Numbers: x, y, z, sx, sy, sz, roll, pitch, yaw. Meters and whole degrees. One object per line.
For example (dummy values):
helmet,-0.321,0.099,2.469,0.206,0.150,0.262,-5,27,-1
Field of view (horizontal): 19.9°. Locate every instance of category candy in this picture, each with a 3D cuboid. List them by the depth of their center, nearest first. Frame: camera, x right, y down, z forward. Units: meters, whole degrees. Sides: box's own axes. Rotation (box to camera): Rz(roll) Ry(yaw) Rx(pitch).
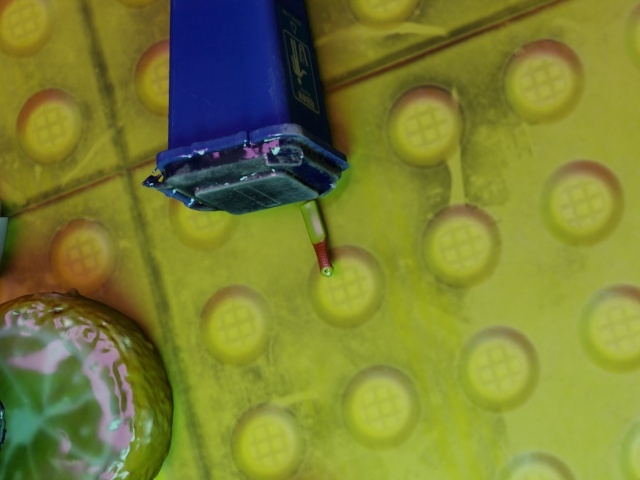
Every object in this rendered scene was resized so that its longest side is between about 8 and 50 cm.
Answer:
candy,-0.279,0.181,1.916,0.260,0.118,0.260,-1,88,19

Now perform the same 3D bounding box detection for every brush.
brush,0.000,0.000,1.870,0.018,0.021,0.083,-22,71,17

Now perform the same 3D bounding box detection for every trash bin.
trash bin,-0.085,-0.153,1.855,0.184,0.162,0.234,-11,74,20

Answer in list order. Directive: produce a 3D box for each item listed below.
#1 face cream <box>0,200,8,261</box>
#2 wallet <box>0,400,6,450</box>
face cream,-0.386,-0.004,1.990,0.091,0.091,0.095,3,93,22
wallet,-0.413,0.256,1.900,0.190,0.046,0.379,42,131,26
